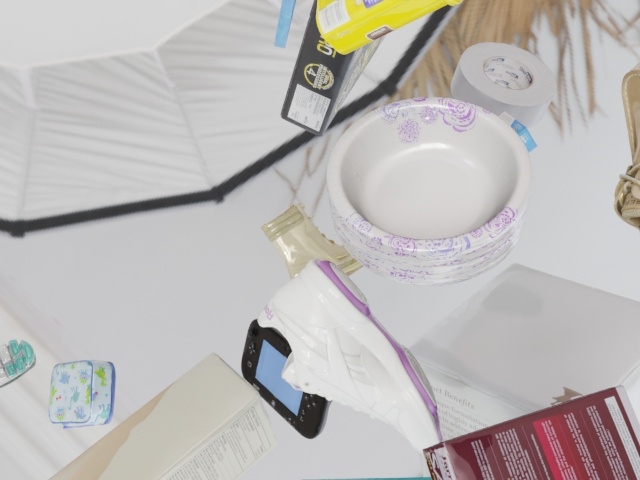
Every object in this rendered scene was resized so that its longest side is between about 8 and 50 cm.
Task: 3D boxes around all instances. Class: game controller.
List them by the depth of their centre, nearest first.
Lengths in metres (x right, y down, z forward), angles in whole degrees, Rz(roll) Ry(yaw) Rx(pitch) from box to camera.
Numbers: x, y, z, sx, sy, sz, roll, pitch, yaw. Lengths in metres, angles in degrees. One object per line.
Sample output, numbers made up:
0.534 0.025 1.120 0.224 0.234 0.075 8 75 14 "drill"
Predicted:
-0.080 0.303 1.754 0.067 0.166 0.319 11 -166 -41 "game controller"

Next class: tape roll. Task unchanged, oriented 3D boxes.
0.402 -0.342 1.733 0.219 0.219 0.072 59 152 32 "tape roll"

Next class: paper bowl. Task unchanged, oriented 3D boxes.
0.155 -0.061 1.138 0.284 0.284 0.148 59 169 33 "paper bowl"

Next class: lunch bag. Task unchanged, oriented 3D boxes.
-0.631 0.407 2.080 0.090 0.219 0.176 14 -110 -46 "lunch bag"

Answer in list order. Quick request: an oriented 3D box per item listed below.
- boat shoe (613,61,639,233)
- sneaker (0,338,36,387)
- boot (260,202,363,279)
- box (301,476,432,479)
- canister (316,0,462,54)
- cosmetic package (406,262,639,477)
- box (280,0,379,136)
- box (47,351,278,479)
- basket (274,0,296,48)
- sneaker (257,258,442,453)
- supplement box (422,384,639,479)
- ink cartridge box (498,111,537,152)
0.409 -0.056 0.919 0.121 0.110 0.340 95 163 -75 "boat shoe"
-0.490 0.204 1.151 0.065 0.167 0.076 64 171 10 "sneaker"
0.000 0.000 1.775 0.262 0.095 0.203 -29 -93 -41 "boot"
0.073 0.386 1.085 0.244 0.100 0.060 9 -165 -33 "box"
0.081 -0.291 0.875 0.073 0.170 0.126 33 -128 -40 "canister"
0.384 0.314 1.334 0.329 0.327 0.393 20 132 45 "cosmetic package"
0.070 -0.406 1.286 0.097 0.395 0.318 26 -127 2 "box"
-0.223 0.324 1.134 0.121 0.311 0.148 34 150 38 "box"
-0.044 -0.568 1.598 0.201 0.288 0.254 11 159 -7 "basket"
0.042 0.174 1.054 0.305 0.152 0.114 52 -172 -4 "sneaker"
0.250 0.259 0.882 0.073 0.240 0.130 124 131 -65 "supplement box"
0.327 -0.172 1.472 0.052 0.122 0.088 47 -173 -34 "ink cartridge box"
